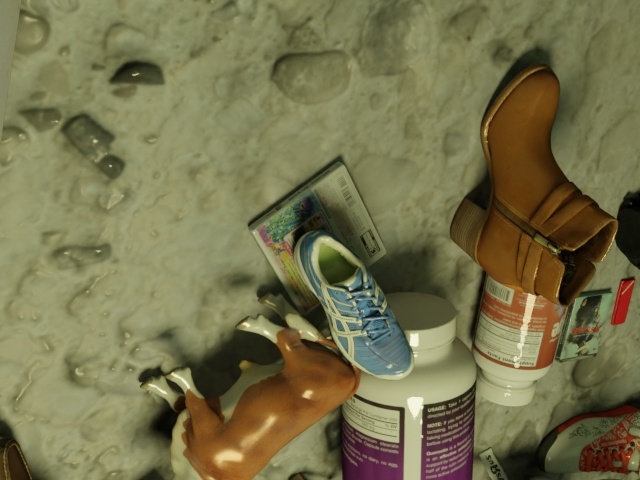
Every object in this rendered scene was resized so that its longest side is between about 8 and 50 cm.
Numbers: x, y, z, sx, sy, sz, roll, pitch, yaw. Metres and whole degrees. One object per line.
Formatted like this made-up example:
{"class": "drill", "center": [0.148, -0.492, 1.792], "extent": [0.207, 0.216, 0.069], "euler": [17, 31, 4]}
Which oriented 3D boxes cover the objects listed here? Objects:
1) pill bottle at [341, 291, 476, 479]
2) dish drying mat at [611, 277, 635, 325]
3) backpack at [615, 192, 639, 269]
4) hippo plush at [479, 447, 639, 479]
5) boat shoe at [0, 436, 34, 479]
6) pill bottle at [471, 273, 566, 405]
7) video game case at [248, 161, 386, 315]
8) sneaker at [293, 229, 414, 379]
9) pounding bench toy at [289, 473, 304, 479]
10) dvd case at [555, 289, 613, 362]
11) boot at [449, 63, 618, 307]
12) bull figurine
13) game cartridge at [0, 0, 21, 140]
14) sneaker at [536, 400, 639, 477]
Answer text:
{"class": "pill bottle", "center": [0.118, 0.241, 1.236], "extent": [0.181, 0.181, 0.323], "euler": [-11, 112, -27]}
{"class": "dish drying mat", "center": [0.505, 0.103, 1.524], "extent": [0.032, 0.008, 0.083], "euler": [-9, 117, -29]}
{"class": "backpack", "center": [0.565, 0.001, 1.442], "extent": [0.182, 0.152, 0.115], "euler": [-4, 130, -33]}
{"class": "hippo plush", "center": [0.417, 0.441, 1.455], "extent": [0.234, 0.236, 0.294], "euler": [-32, 98, -59]}
{"class": "boat shoe", "center": [-0.320, 0.342, 1.048], "extent": [0.095, 0.095, 0.257], "euler": [-9, 104, 3]}
{"class": "pill bottle", "center": [0.287, 0.126, 1.332], "extent": [0.121, 0.121, 0.216], "euler": [-6, 116, -29]}
{"class": "video game case", "center": [0.000, 0.000, 1.161], "extent": [0.143, 0.019, 0.157], "euler": [-37, 127, -11]}
{"class": "sneaker", "center": [0.038, 0.078, 1.089], "extent": [0.080, 0.081, 0.211], "euler": [-37, 86, -12]}
{"class": "pounding bench toy", "center": [-0.017, 0.366, 1.304], "extent": [0.083, 0.052, 0.065], "euler": [-39, 126, -10]}
{"class": "dvd case", "center": [0.431, 0.141, 1.494], "extent": [0.087, 0.013, 0.119], "euler": [-4, 115, -30]}
{"class": "boot", "center": [0.290, -0.071, 1.175], "extent": [0.109, 0.220, 0.283], "euler": [18, 102, -36]}
{"class": "bull figurine", "center": [-0.099, 0.209, 1.109], "extent": [0.310, 0.101, 0.188], "euler": [-37, 98, -17]}
{"class": "game cartridge", "center": [-0.379, -0.233, 0.794], "extent": [0.230, 0.068, 0.355], "euler": [5, 110, -29]}
{"class": "sneaker", "center": [0.515, 0.364, 1.570], "extent": [0.270, 0.145, 0.090], "euler": [-12, 118, -26]}
